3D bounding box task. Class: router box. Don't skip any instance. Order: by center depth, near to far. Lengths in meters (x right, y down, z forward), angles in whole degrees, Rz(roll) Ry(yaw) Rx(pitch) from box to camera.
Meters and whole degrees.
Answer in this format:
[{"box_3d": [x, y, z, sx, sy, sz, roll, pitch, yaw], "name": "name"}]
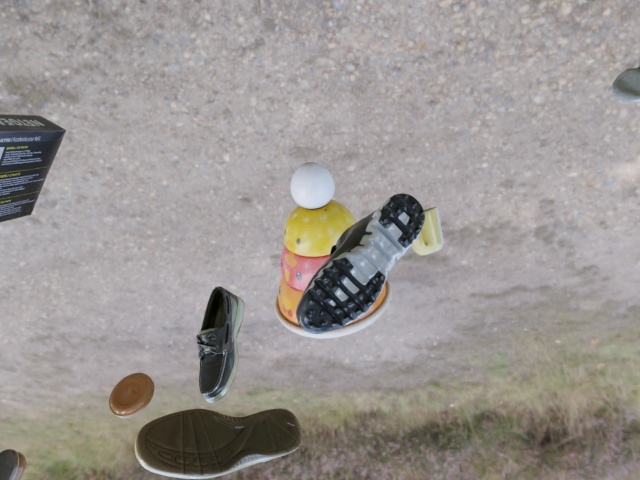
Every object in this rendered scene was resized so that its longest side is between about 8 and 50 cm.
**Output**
[{"box_3d": [-0.393, -0.084, 0.713, 0.046, 0.179, 0.133, 29, 102, 0], "name": "router box"}]

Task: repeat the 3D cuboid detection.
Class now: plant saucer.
[{"box_3d": [-0.329, 0.267, 1.028, 0.084, 0.083, 0.013, -8, 138, 14], "name": "plant saucer"}]

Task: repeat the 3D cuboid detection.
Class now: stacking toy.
[{"box_3d": [0.000, 0.000, 1.664, 0.351, 0.350, 0.479, -6, 120, 11], "name": "stacking toy"}]

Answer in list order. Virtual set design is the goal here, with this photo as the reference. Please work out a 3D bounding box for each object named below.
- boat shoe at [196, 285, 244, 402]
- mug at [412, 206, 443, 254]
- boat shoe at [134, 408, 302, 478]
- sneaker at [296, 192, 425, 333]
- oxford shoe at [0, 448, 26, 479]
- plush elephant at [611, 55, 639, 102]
[{"box_3d": [-0.195, 0.185, 1.090, 0.080, 0.223, 0.073, -20, 134, 27], "name": "boat shoe"}, {"box_3d": [0.153, -0.010, 0.901, 0.078, 0.064, 0.062, -21, -176, -38], "name": "mug"}, {"box_3d": [-0.175, 0.345, 0.998, 0.302, 0.109, 0.098, 7, 146, -40], "name": "boat shoe"}, {"box_3d": [0.043, 0.037, 0.779, 0.078, 0.234, 0.106, 46, 153, -8], "name": "sneaker"}, {"box_3d": [-0.513, 0.415, 0.961, 0.076, 0.076, 0.212, 12, 120, -42], "name": "oxford shoe"}, {"box_3d": [0.766, -0.326, 1.224, 0.272, 0.255, 0.330, -42, 144, 5], "name": "plush elephant"}]
